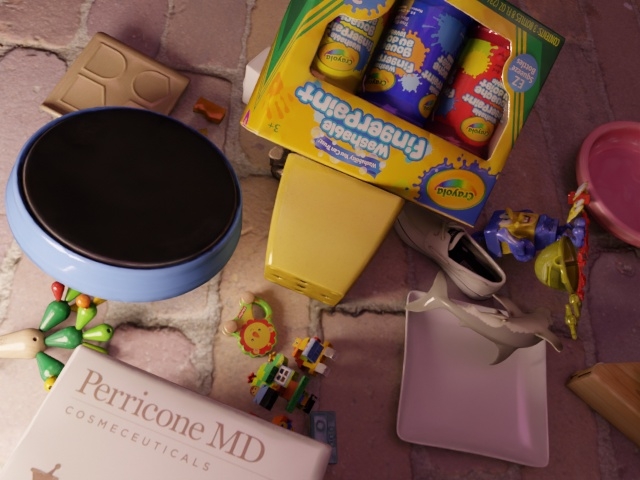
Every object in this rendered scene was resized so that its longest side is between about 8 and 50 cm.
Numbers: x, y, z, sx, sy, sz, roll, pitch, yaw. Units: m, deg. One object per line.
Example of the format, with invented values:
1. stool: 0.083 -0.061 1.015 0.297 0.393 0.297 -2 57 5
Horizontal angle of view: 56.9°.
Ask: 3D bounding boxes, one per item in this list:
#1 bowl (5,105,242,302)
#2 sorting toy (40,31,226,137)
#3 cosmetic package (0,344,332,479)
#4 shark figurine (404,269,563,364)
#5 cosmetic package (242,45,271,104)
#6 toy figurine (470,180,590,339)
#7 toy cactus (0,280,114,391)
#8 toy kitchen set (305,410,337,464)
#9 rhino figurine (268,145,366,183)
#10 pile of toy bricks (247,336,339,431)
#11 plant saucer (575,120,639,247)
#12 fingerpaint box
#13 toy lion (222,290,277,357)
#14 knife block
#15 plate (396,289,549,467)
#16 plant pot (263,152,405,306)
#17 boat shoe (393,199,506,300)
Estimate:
1. bowl: -0.318 -0.080 1.012 0.392 0.077 0.390 13 50 -17
2. sorting toy: -0.365 -0.273 1.199 0.308 0.041 0.228 27 64 -5
3. cosmetic package: -0.225 0.401 0.722 0.330 0.327 0.393 22 62 1
4. shark figurine: 0.301 0.164 1.044 0.279 0.116 0.166 14 27 -15
5. cosmetic package: -0.045 -0.286 1.229 0.231 0.117 0.085 36 62 5
6. toy figurine: 0.398 0.024 1.155 0.218 0.191 0.362 2 28 28
7. toy cactus: -0.425 0.161 0.940 0.181 0.112 0.218 -7 74 -5
8. toy kitchen set: 0.087 0.355 0.933 0.207 0.122 0.165 4 63 -11
9. rhino figurine: 0.012 -0.140 1.179 0.244 0.106 0.073 7 91 -10
10. pile of toy bricks: -0.074 0.238 0.981 0.105 0.118 0.212 15 66 40
11. plant saucer: 0.718 -0.114 1.329 0.333 0.084 0.331 5 62 -10
12. fingerpaint box: 0.143 -0.276 1.029 0.445 0.163 0.370 21 99 -23
13. toy lion: -0.116 0.153 1.044 0.096 0.034 0.100 30 61 -5
14. knife block: 0.615 0.345 1.073 0.276 0.088 0.241 1 63 -13
15. plate: 0.274 0.248 1.072 0.278 0.045 0.277 13 61 -7
16. plant pot: 0.000 0.000 1.057 0.212 0.212 0.187 23 75 -1
17. boat shoe: 0.251 0.006 1.162 0.096 0.088 0.267 -35 76 -25
